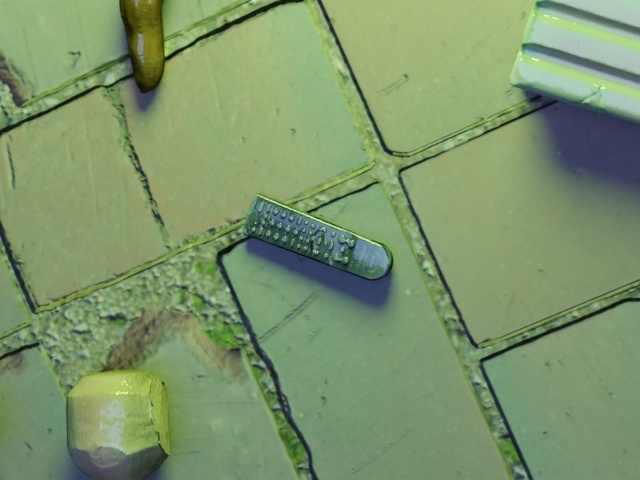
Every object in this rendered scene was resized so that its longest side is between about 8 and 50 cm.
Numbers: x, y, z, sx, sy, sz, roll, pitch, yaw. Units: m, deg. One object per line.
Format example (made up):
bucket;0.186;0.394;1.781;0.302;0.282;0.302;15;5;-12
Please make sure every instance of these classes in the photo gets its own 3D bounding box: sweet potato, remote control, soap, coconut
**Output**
sweet potato;-0.170;-0.235;1.799;0.053;0.054;0.182;13;101;20
remote control;-0.001;0.000;1.801;0.152;0.027;0.043;22;106;11
soap;0.305;-0.179;1.684;0.230;0.091;0.145;18;102;9
coconut;-0.196;0.191;1.825;0.110;0.110;0.124;-5;88;13
